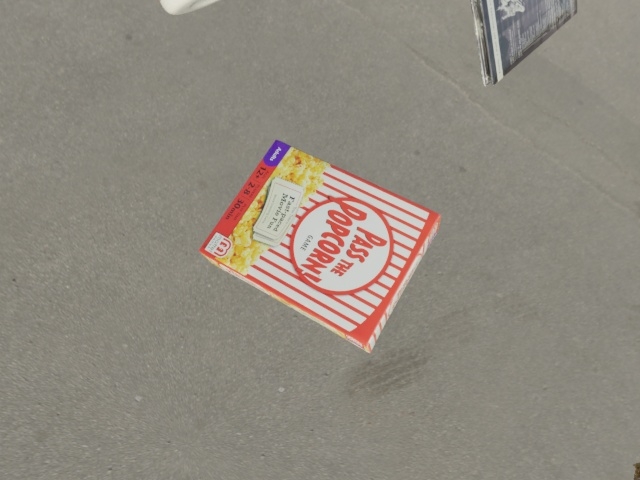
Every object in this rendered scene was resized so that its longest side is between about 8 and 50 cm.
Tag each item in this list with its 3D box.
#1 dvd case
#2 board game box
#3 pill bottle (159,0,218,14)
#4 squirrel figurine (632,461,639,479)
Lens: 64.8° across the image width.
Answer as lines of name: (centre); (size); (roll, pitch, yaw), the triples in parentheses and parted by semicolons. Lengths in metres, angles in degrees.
dvd case: (0.245, -0.309, 0.599); (0.221, 0.018, 0.164); (-42, 127, -27)
board game box: (0.000, 0.000, 0.510); (0.194, 0.045, 0.146); (27, 75, 17)
pill bottle: (-0.142, -0.339, 0.468); (0.121, 0.121, 0.216); (-35, 113, -24)
squirrel figurine: (0.560, 0.226, 0.513); (0.397, 0.370, 0.281); (28, 25, 30)
